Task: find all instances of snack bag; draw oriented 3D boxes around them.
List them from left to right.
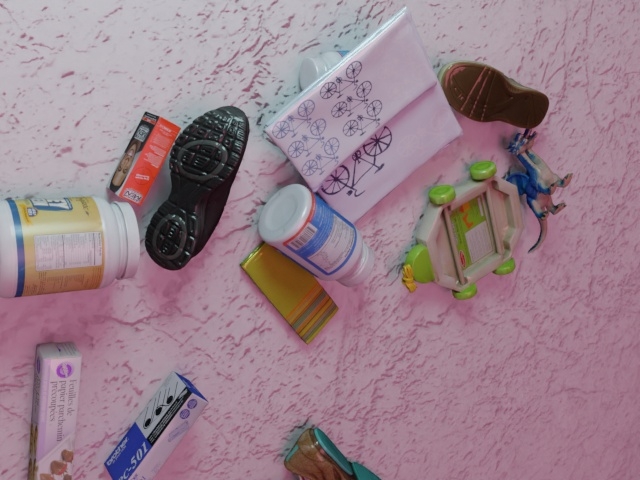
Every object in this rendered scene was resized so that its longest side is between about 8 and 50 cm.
[{"bbox_3d":[0.096,-0.198,1.342,0.323,0.037,0.342,-41,137,-3],"label":"snack bag"}]

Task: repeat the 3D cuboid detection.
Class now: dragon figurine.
[{"bbox_3d":[0.474,-0.117,1.650,0.085,0.144,0.289,-30,138,-23],"label":"dragon figurine"}]

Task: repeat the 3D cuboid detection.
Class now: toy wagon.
[{"bbox_3d":[0.299,-0.003,1.588,0.344,0.068,0.267,-29,119,-21],"label":"toy wagon"}]

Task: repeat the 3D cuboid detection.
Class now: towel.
[{"bbox_3d":[-0.056,0.093,1.425,0.102,0.021,0.237,-48,123,-17],"label":"towel"}]

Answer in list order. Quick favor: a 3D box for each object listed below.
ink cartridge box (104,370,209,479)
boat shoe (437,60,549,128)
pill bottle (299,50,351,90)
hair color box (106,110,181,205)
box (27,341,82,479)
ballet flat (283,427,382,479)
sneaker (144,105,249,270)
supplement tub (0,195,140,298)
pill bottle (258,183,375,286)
[{"bbox_3d":[-0.294,0.344,1.306,0.046,0.097,0.207,40,82,-35],"label":"ink cartridge box"},{"bbox_3d":[0.338,-0.303,1.500,0.302,0.098,0.109,7,115,-36],"label":"boat shoe"},{"bbox_3d":[0.047,-0.298,1.320,0.160,0.087,0.087,-9,110,-29],"label":"pill bottle"},{"bbox_3d":[-0.284,-0.132,1.174,0.043,0.072,0.141,27,90,-36],"label":"hair color box"},{"bbox_3d":[-0.448,0.332,1.225,0.063,0.067,0.324,0,106,-33],"label":"box"},{"bbox_3d":[0.041,0.529,1.581,0.124,0.116,0.342,-39,124,8],"label":"ballet flat"},{"bbox_3d":[-0.195,-0.091,1.213,0.109,0.130,0.286,31,105,8],"label":"sneaker"},{"bbox_3d":[-0.389,0.007,1.108,0.200,0.144,0.144,-5,108,-32],"label":"supplement tub"},{"bbox_3d":[0.000,0.000,1.363,0.221,0.124,0.124,37,84,-39],"label":"pill bottle"}]
